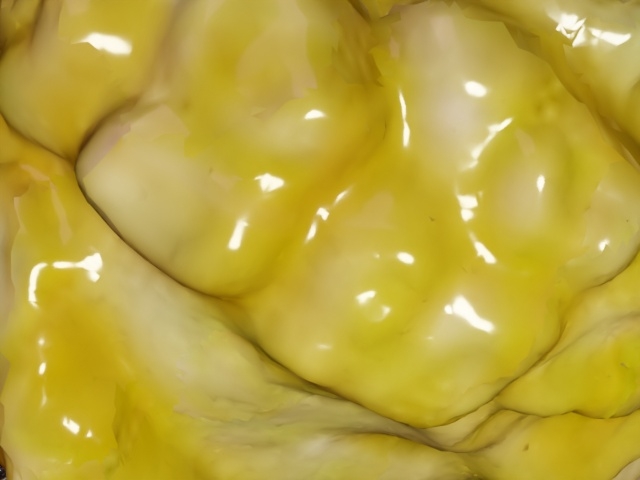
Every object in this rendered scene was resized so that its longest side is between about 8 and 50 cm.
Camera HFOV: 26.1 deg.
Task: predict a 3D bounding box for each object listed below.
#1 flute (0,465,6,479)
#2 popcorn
[{"bbox_3d":[-0.130,0.098,0.720,0.269,0.014,0.014,-35,32,-28],"label":"flute"},{"bbox_3d":[0.000,0.000,0.539,0.382,0.349,0.349,-60,27,12],"label":"popcorn"}]
